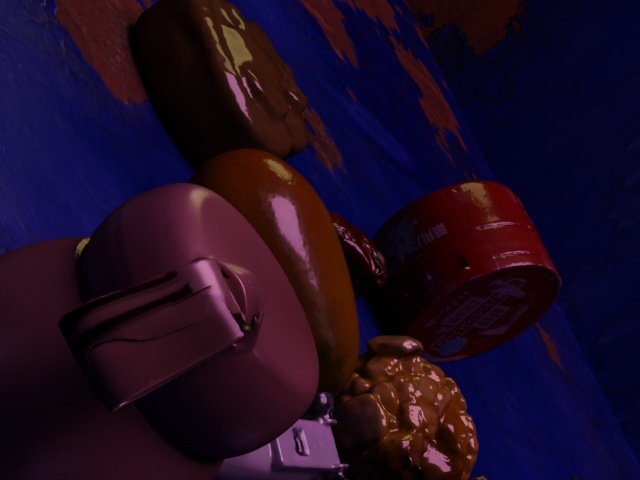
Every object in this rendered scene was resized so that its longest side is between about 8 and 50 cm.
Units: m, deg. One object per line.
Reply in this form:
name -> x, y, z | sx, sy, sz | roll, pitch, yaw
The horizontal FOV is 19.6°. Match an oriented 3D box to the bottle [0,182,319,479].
bottle -> -0.149, 0.095, 0.937 | 0.173, 0.297, 0.206 | 62, 14, 6

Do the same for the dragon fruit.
dragon fruit -> -0.001, -0.002, 2.039 | 0.120, 0.127, 0.161 | 63, 13, -18

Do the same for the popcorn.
popcorn -> 0.070, 0.185, 1.872 | 0.194, 0.140, 0.163 | 13, 55, -58

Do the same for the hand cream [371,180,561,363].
hand cream -> 0.182, 0.040, 2.374 | 0.230, 0.230, 0.149 | 39, 25, -55

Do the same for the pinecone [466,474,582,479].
pinecone -> 0.222, 0.372, 1.820 | 0.244, 0.244, 0.309 | -71, 140, -72

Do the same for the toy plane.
toy plane -> -0.041, 0.178, 1.550 | 0.255, 0.101, 0.251 | 27, 46, -65

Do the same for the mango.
mango -> -0.043, 0.032, 1.786 | 0.254, 0.139, 0.175 | 65, 25, -8

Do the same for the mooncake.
mooncake -> -0.106, -0.177, 2.048 | 0.235, 0.117, 0.235 | 54, 18, -26
